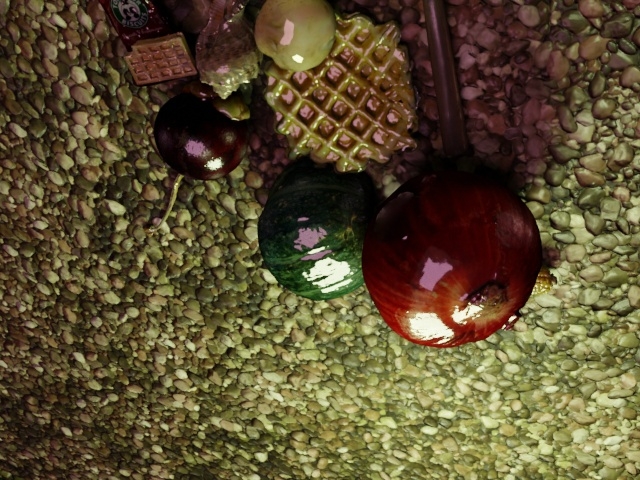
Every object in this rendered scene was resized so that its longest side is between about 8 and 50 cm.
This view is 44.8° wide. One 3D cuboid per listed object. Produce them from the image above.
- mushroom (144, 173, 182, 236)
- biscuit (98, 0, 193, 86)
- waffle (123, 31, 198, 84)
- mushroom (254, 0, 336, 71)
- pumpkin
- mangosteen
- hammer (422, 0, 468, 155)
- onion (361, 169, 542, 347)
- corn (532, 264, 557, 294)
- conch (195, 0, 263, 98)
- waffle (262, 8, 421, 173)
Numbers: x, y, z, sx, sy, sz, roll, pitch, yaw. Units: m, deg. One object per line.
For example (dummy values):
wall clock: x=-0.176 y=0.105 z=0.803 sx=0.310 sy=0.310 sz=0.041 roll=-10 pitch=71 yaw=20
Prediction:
mushroom: x=-0.336 y=-0.098 z=1.751 sx=0.286 sy=0.028 sz=0.026 roll=-49 pitch=59 yaw=39
biscuit: x=-0.338 y=-0.407 z=1.473 sx=0.151 sy=0.063 sz=0.235 roll=-4 pitch=134 yaw=21
waffle: x=-0.306 y=-0.343 z=1.470 sx=0.134 sy=0.021 sz=0.092 roll=-5 pitch=135 yaw=17
mushroom: x=-0.041 y=-0.358 z=1.319 sx=0.112 sy=0.148 sz=0.148 roll=51 pitch=144 yaw=37
pumpkin: x=0.000 y=0.000 z=1.594 sx=0.263 sy=0.197 sz=0.293 roll=-7 pitch=126 yaw=21
mangosteen: x=-0.219 y=-0.229 z=1.507 sx=0.194 sy=0.194 sz=0.231 roll=25 pitch=107 yaw=-1
hammer: x=0.203 y=-0.342 z=1.342 sx=0.168 sy=0.044 sz=0.440 roll=-7 pitch=127 yaw=13
onion: x=0.234 y=0.019 z=1.450 sx=0.341 sy=0.341 sz=0.341 roll=10 pitch=129 yaw=12
corn: x=0.381 y=0.075 z=1.600 sx=0.207 sy=0.068 sz=0.068 roll=4 pitch=128 yaw=18
conch: x=-0.175 y=-0.363 z=1.411 sx=0.155 sy=0.130 sz=0.207 roll=16 pitch=114 yaw=26
waffle: x=0.039 y=-0.273 z=1.445 sx=0.297 sy=0.073 sz=0.317 roll=-4 pitch=118 yaw=15
